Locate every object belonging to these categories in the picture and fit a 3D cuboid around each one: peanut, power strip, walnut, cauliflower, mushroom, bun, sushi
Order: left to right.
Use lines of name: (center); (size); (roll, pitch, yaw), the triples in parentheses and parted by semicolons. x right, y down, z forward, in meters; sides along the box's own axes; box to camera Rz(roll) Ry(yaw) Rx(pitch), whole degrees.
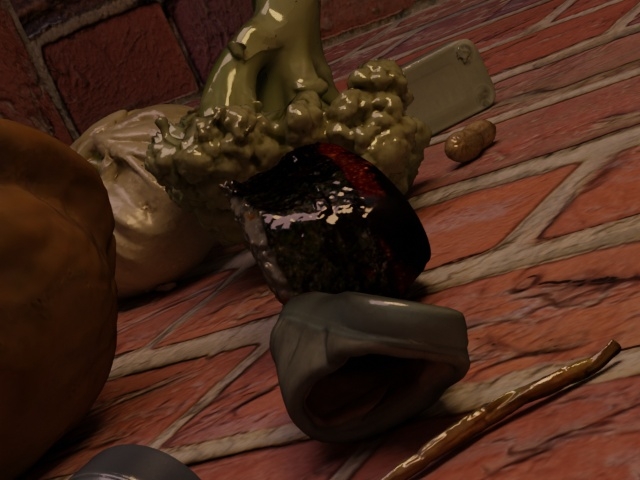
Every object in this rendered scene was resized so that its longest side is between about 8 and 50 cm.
walnut: (-0.356, 0.073, 1.397); (0.384, 0.383, 0.383); (-24, 11, 5)
bun: (-0.211, -0.059, 1.886); (0.259, 0.160, 0.259); (-28, 38, 25)
cauliflower: (-0.026, -0.117, 1.667); (0.327, 0.281, 0.260); (-15, 34, -43)
sushi: (0.000, 0.000, 1.402); (0.126, 0.136, 0.225); (-30, 19, -8)
power strip: (0.027, -0.124, 2.005); (0.385, 0.091, 0.062); (-28, 10, -10)
mushroom: (0.057, 0.129, 0.984); (0.286, 0.028, 0.026); (-26, -31, -7)
peanut: (0.160, -0.107, 1.783); (0.037, 0.037, 0.083); (-16, 17, 40)

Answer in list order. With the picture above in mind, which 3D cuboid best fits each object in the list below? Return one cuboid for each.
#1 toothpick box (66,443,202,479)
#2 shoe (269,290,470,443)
toothpick box: (-0.128, 0.189, 0.894); (0.101, 0.101, 0.153); (-18, 14, 32)
shoe: (0.024, 0.087, 1.089); (0.251, 0.103, 0.100); (148, 139, -75)
